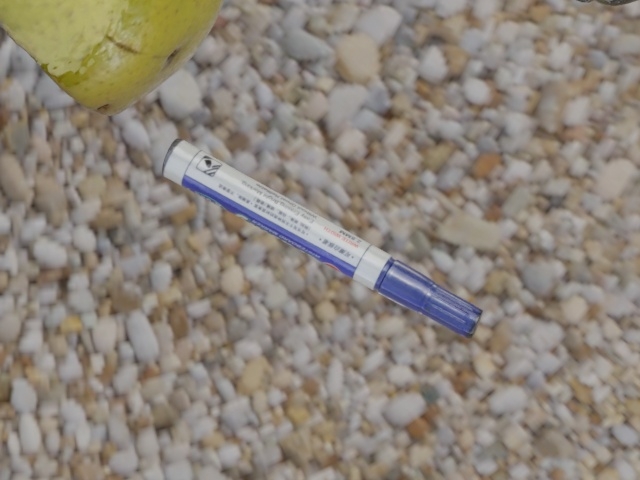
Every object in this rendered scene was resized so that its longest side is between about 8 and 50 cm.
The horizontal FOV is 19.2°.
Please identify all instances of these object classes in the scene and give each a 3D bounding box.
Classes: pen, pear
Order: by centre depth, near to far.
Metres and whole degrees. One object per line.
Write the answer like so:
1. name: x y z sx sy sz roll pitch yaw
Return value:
1. pen: 0.000 0.000 1.074 0.204 0.025 0.025 29 97 10
2. pear: -0.178 -0.285 1.521 0.191 0.386 0.340 -30 66 13

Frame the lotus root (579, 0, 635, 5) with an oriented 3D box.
1. lotus root: 0.229 -0.205 1.407 0.099 0.049 0.054 -25 134 -2
